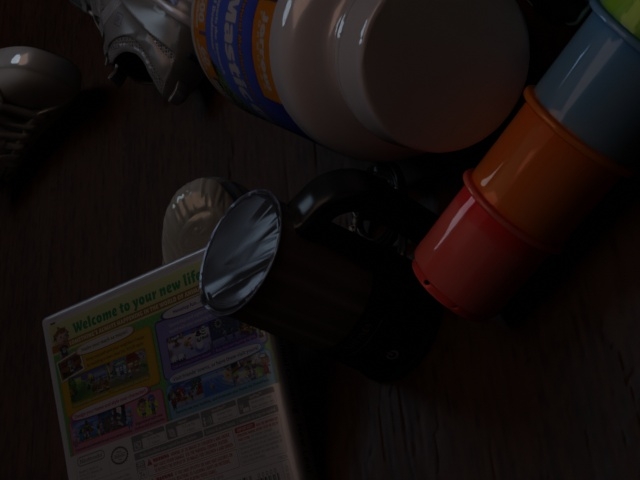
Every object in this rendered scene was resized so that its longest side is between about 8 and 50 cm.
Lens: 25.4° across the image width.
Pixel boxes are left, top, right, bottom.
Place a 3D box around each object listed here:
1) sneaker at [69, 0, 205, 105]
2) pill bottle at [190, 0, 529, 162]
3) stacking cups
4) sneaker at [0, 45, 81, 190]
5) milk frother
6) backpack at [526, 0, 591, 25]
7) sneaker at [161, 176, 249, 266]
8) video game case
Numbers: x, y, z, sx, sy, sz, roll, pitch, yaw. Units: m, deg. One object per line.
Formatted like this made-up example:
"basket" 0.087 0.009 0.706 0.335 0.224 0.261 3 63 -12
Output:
"sneaker" -0.183 -0.203 1.334 0.281 0.105 0.115 30 94 56
"pill bottle" 0.022 -0.135 0.936 0.152 0.152 0.272 -63 25 2
"stacking cups" 0.167 -0.083 0.789 0.316 0.096 0.096 -55 34 19
"sneaker" -0.331 -0.110 1.495 0.290 0.106 0.123 -27 52 58
"milk frother" 0.000 0.000 0.922 0.129 0.135 0.143 -58 34 9
"backpack" 0.157 -0.245 0.848 0.188 0.144 0.166 -45 15 14
"sneaker" -0.089 0.071 1.069 0.085 0.086 0.237 12 91 28
"video game case" -0.105 0.116 1.004 0.212 0.023 0.193 -23 71 33
